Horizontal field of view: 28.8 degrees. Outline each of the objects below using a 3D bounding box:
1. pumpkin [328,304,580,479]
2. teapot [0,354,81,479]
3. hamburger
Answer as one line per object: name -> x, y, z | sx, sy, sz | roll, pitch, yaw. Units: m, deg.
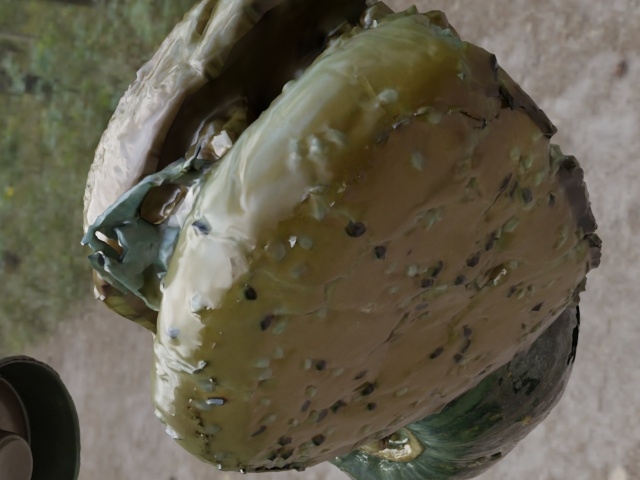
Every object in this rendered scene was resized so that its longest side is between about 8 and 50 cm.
pumpkin -> 0.069, 0.069, 1.102 | 0.257, 0.291, 0.328 | -58, 10, -32
teapot -> -0.413, 0.163, 1.140 | 0.253, 0.344, 0.300 | -6, -80, -65
hamburger -> 0.000, 0.000, 0.753 | 0.277, 0.318, 0.195 | -40, 57, 1
